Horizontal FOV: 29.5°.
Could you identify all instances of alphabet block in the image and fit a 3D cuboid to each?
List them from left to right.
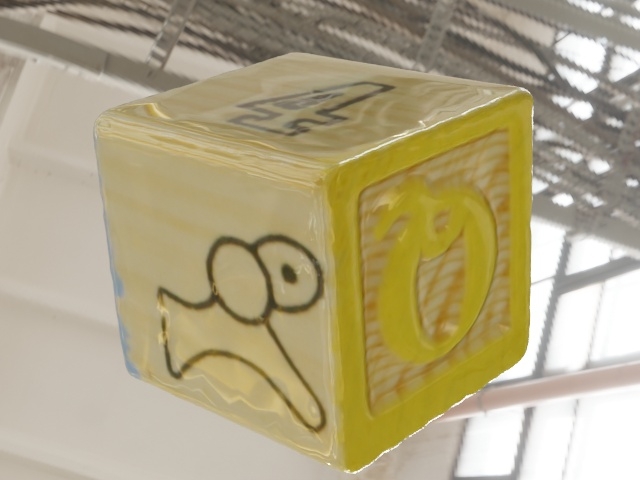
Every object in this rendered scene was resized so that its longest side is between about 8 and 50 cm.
[{"bbox_3d":[0.000,0.000,0.762,0.193,0.197,0.192,-27,-57,-41],"label":"alphabet block"}]
